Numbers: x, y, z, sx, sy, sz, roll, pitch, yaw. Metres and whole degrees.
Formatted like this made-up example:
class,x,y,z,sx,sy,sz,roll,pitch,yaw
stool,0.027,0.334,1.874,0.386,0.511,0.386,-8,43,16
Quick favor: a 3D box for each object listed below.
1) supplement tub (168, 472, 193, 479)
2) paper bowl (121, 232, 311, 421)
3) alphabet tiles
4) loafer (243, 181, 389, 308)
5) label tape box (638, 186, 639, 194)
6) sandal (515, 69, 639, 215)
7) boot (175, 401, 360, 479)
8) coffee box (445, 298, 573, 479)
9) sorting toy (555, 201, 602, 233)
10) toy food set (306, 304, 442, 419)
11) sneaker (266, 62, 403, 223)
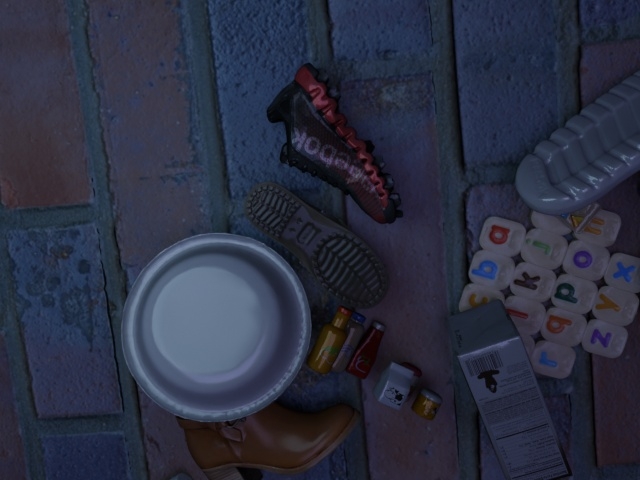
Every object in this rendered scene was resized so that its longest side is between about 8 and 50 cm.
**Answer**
class,x,y,z,sx,sy,sz,roll,pitch,yaw
supplement tub,-0.265,0.455,1.099,0.107,0.071,0.071,-37,95,6
paper bowl,-0.155,0.128,0.968,0.284,0.148,0.284,0,79,-2
alphabet tiles,0.376,0.076,1.042,0.278,0.021,0.284,15,99,0
loafer,0.000,0.000,1.012,0.268,0.092,0.102,42,100,-9
label tape box,0.654,-0.134,0.880,0.347,0.249,0.115,-33,82,6
sandal,0.483,-0.160,0.955,0.416,0.169,0.102,-27,139,8
boot,-0.099,0.278,1.061,0.283,0.109,0.220,-29,92,13
coffee box,0.286,0.236,0.991,0.098,0.141,0.246,-21,105,11
sorting toy,0.408,-0.060,1.005,0.062,0.012,0.083,38,98,-3
toy food set,0.097,0.187,1.023,0.232,0.111,0.104,26,93,-10
sneaker,0.016,-0.128,0.991,0.135,0.097,0.276,-35,93,6
